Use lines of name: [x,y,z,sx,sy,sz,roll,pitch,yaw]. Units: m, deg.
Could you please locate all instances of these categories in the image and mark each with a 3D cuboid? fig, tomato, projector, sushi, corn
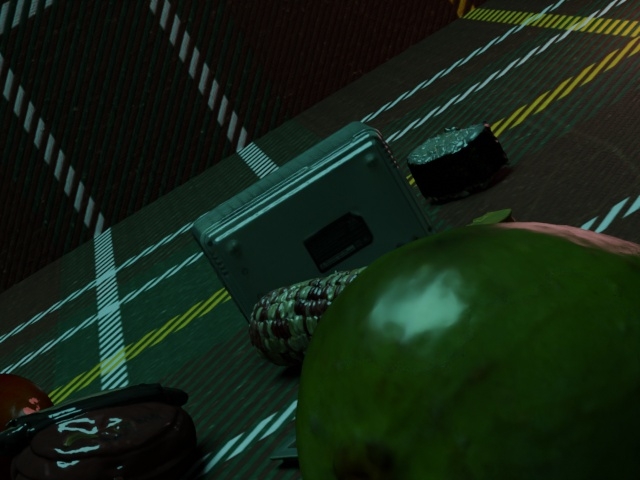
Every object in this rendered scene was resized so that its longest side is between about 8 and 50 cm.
fig: [0.144,0.103,1.039,0.326,0.258,0.258,-23,7,-31]
tomato: [-0.420,0.260,1.936,0.195,0.136,0.195,-30,15,9]
projector: [0.000,0.000,1.862,0.257,0.192,0.099,-32,18,-6]
sushi: [0.185,-0.106,2.091,0.150,0.078,0.090,-13,28,50]
corn: [0.025,0.081,1.693,0.290,0.098,0.098,-17,19,50]

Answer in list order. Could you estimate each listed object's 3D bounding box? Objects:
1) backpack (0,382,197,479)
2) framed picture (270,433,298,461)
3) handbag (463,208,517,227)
backpack: [-0.232,0.235,1.633,0.229,0.138,0.229,-14,5,1]
framed picture: [0.109,0.129,1.503,0.296,0.019,0.232,-38,12,-31]
handbag: [0.190,-0.007,1.823,0.083,0.027,0.061,-35,13,-27]
